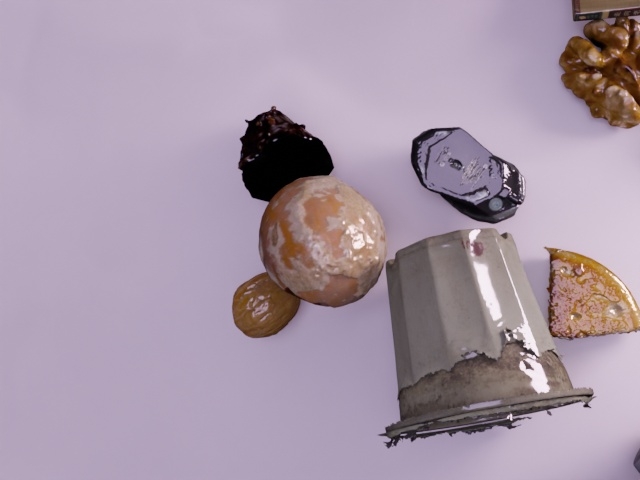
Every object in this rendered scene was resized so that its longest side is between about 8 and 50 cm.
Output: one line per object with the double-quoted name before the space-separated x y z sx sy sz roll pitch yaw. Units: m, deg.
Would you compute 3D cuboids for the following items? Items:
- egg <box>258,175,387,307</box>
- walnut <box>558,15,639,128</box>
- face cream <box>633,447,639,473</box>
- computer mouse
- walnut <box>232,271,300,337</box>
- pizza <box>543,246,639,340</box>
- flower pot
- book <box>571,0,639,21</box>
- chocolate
"egg" 0.000 0.000 1.026 0.194 0.195 0.233 -53 42 6
"walnut" 0.437 -0.254 0.993 0.143 0.069 0.170 -39 74 9
"face cream" 0.490 0.295 0.904 0.104 0.117 0.117 35 95 23
"computer mouse" 0.222 -0.102 1.043 0.192 0.062 0.105 35 94 10
"walnut" -0.085 0.102 1.095 0.125 0.105 0.105 -31 77 0
"pizza" 0.383 0.094 0.990 0.178 0.041 0.130 31 91 16
"flower pot" 0.201 0.131 0.934 0.291 0.290 0.258 -14 71 14
"book" 0.486 -0.397 0.988 0.231 0.026 0.161 -1 65 16
"chocolate" -0.070 -0.156 1.113 0.156 0.156 0.133 -30 50 11
